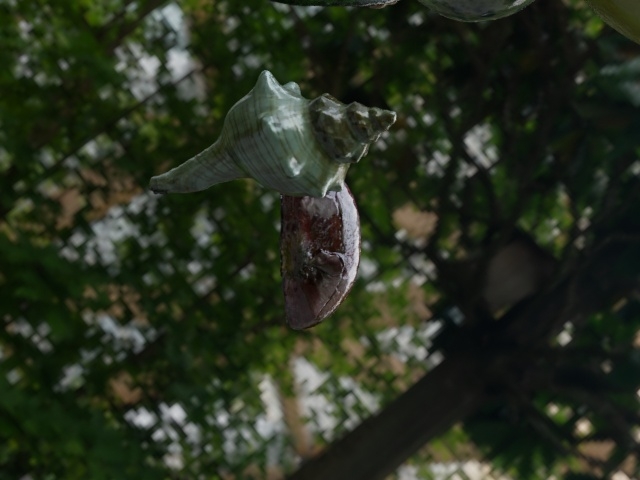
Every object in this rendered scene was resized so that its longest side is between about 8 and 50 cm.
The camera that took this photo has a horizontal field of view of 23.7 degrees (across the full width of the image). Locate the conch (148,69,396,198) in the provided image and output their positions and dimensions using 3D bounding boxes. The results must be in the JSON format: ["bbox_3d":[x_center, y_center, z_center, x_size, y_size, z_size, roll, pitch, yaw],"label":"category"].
[{"bbox_3d":[-0.035,-0.099,1.395,0.234,0.137,0.114,5,-82,44],"label":"conch"}]

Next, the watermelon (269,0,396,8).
[{"bbox_3d":[0.000,-0.402,1.728,0.293,0.283,0.250,36,-67,46],"label":"watermelon"}]

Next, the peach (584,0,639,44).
[{"bbox_3d":[0.362,-0.311,1.432,0.316,0.314,0.281,33,-57,36],"label":"peach"}]

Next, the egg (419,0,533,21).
[{"bbox_3d":[0.157,-0.297,1.583,0.182,0.141,0.141,4,-46,38],"label":"egg"}]

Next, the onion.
[{"bbox_3d":[0.000,0.000,1.845,0.151,0.098,0.205,-81,170,-77],"label":"onion"}]
